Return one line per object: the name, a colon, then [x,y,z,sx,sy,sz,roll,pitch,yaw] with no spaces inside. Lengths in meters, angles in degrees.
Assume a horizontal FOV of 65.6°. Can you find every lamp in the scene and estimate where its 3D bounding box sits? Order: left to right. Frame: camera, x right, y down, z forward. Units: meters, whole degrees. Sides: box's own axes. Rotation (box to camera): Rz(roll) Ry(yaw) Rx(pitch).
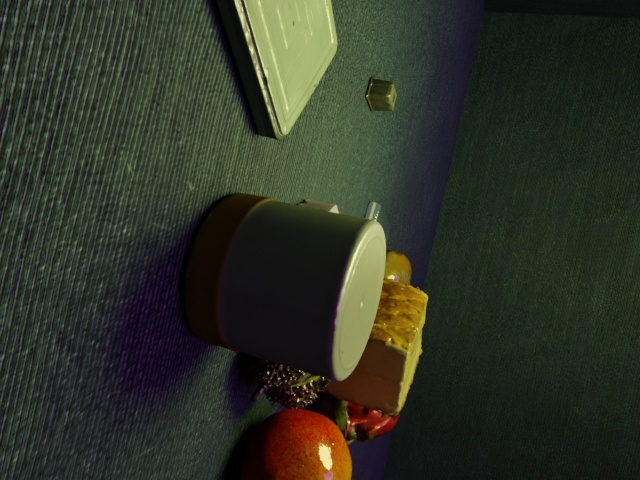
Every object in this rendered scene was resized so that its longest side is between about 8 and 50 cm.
lamp: [-0.052,-0.333,0.752,0.267,0.047,0.269,73,34,-52]

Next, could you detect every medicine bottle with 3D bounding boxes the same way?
medicine bottle: [-0.042,0.065,0.741,0.238,0.231,0.238,13,90,-71]

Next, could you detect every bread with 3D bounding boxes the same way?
bread: [0.103,0.226,1.186,0.279,0.278,0.207,-39,135,-58]

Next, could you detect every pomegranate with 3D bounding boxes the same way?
pomegranate: [-0.039,0.461,0.969,0.257,0.220,0.221,61,9,20]

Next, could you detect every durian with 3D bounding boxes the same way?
durian: [-0.064,0.231,0.936,0.196,0.166,0.196,-3,94,-46]

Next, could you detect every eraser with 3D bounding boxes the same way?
eraser: [0.182,-0.049,1.584,0.225,0.036,0.082,47,57,-67]

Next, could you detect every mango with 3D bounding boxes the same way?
mango: [0.170,0.167,1.542,0.316,0.146,0.193,-52,154,-17]

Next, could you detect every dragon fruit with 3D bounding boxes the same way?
dragon fruit: [0.101,0.422,1.371,0.303,0.237,0.231,53,6,-47]

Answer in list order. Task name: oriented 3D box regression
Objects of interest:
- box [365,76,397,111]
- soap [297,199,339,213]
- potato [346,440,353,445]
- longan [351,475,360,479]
box: [0.159,-0.375,1.287,0.084,0.063,0.060,40,65,-67]
soap: [0.000,0.000,1.014,0.056,0.100,0.149,-35,133,-63]
potato: [0.094,0.593,1.664,0.105,0.085,0.188,8,91,-48]
longan: [0.114,0.974,1.931,0.113,0.092,0.113,-38,151,-26]
